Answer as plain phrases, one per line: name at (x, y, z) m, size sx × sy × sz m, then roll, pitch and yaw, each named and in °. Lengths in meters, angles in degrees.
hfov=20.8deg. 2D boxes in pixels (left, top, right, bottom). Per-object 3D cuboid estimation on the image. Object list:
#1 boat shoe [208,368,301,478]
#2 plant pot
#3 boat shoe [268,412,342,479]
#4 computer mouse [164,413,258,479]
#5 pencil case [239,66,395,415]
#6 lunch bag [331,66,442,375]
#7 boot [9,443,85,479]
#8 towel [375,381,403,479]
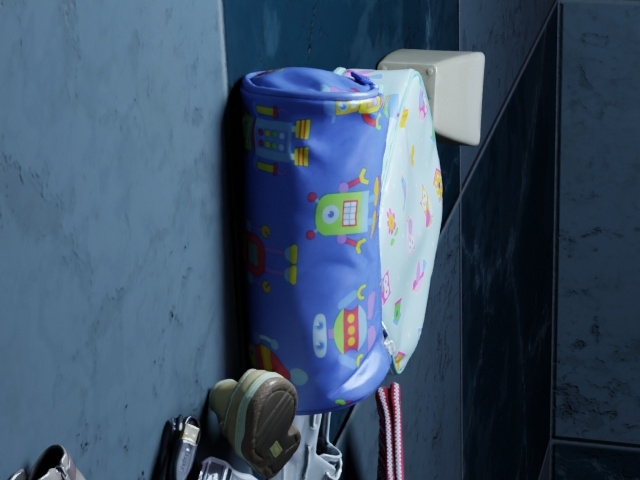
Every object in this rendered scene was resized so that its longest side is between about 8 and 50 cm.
boat shoe at (-0.064, 0.144, 1.441) m, size 0.068 × 0.072 × 0.190 m, roll -47°, pitch 163°, yaw -19°
plant pot at (0.116, -0.164, 1.976) m, size 0.096 × 0.109 × 0.109 m, roll -5°, pitch 100°, yaw -63°
boat shoe at (-0.011, 0.205, 1.663) m, size 0.066 × 0.063 × 0.184 m, roll -28°, pitch 121°, yaw -73°
computer mouse at (-0.092, 0.213, 1.410) m, size 0.193 × 0.042 × 0.106 m, roll 52°, pitch 40°, yaw -61°
pencil case at (0.000, 0.000, 1.504) m, size 0.119 × 0.133 × 0.306 m, roll -139°, pitch -135°, yaw -64°
lunch bag at (0.042, -0.028, 1.713) m, size 0.224 × 0.108 × 0.279 m, roll 68°, pitch 29°, yaw -51°
boot at (-0.178, 0.188, 1.086) m, size 0.118 × 0.042 × 0.087 m, roll -64°, pitch 148°, yaw -57°
towel at (0.075, 0.316, 1.944) m, size 0.275 × 0.031 × 0.198 m, roll 89°, pitch 0°, yaw -48°
